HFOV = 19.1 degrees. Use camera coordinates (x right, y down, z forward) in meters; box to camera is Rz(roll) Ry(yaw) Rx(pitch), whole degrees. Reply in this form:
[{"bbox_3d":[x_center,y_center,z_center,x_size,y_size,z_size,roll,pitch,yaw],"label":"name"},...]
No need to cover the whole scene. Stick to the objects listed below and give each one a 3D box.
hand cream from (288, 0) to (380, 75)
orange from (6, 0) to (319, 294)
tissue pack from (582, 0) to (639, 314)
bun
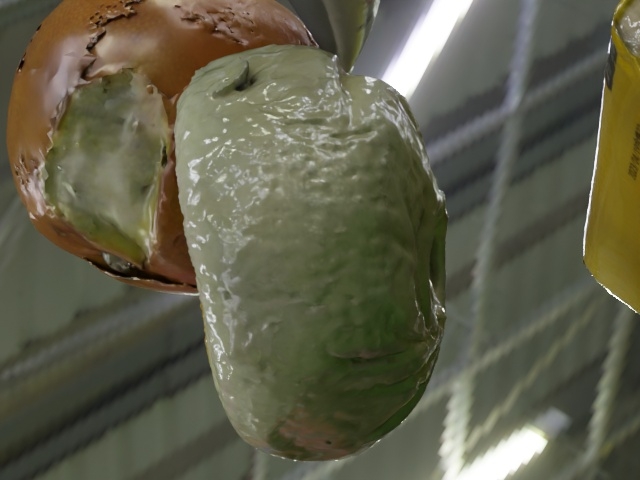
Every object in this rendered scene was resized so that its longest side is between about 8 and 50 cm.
[{"bbox_3d":[0.003,-0.188,1.211,0.314,0.089,0.140,20,-99,-81],"label":"hand cream"},{"bbox_3d":[-0.105,-0.076,1.341,0.240,0.240,0.240,-36,-38,-34],"label":"orange"},{"bbox_3d":[0.334,-0.047,1.186,0.228,0.293,0.382,-53,-16,-15],"label":"tissue pack"},{"bbox_3d":[0.000,0.000,1.095,0.153,0.244,0.244,-9,-45,-4],"label":"bun"}]
